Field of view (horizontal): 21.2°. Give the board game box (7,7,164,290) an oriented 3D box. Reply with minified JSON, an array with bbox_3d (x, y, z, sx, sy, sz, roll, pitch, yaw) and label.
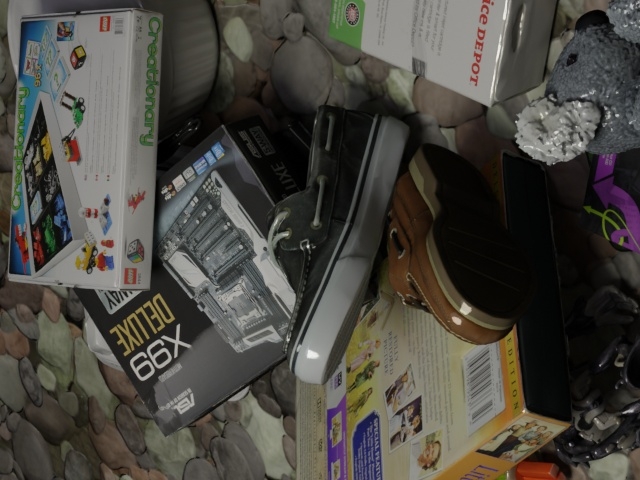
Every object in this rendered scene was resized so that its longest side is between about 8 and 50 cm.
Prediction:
[{"bbox_3d":[-0.264,-0.101,1.904,0.193,0.053,0.305,4,91,42],"label":"board game box"}]

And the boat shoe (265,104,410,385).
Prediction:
[{"bbox_3d":[0.000,0.000,1.749,0.119,0.335,0.121,16,141,2],"label":"boat shoe"}]

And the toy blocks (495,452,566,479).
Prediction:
[{"bbox_3d":[0.236,0.281,1.823,0.148,0.054,0.123,4,110,43],"label":"toy blocks"}]

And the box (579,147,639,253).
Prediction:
[{"bbox_3d":[0.325,-0.037,1.614,0.162,0.029,0.116,25,123,33],"label":"box"}]

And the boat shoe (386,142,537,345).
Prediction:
[{"bbox_3d":[0.123,0.025,1.611,0.111,0.307,0.104,26,114,-14],"label":"boat shoe"}]

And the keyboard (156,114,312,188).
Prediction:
[{"bbox_3d":[-0.132,-0.052,1.969,0.317,0.033,0.201,-31,113,31],"label":"keyboard"}]

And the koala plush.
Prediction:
[{"bbox_3d":[0.287,-0.139,1.501,0.221,0.196,0.203,-20,101,39],"label":"koala plush"}]

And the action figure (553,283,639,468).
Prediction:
[{"bbox_3d":[0.280,0.140,1.667,0.164,0.141,0.276,62,158,-5],"label":"action figure"}]

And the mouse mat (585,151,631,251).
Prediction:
[{"bbox_3d":[0.315,-0.085,1.630,0.153,0.007,0.189,-10,100,46],"label":"mouse mat"}]

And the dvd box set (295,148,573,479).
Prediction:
[{"bbox_3d":[0.101,0.142,1.774,0.420,0.062,0.307,-46,36,44],"label":"dvd box set"}]

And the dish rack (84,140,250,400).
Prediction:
[{"bbox_3d":[-0.216,0.039,2.156,0.286,0.072,0.332,14,117,39],"label":"dish rack"}]

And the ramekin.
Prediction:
[{"bbox_3d":[-0.238,-0.232,2.022,0.273,0.127,0.272,18,119,38],"label":"ramekin"}]

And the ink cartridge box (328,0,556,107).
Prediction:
[{"bbox_3d":[0.122,-0.247,1.687,0.219,0.093,0.160,28,125,33],"label":"ink cartridge box"}]

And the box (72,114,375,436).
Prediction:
[{"bbox_3d":[-0.122,0.044,1.908,0.307,0.076,0.242,-36,83,34],"label":"box"}]
